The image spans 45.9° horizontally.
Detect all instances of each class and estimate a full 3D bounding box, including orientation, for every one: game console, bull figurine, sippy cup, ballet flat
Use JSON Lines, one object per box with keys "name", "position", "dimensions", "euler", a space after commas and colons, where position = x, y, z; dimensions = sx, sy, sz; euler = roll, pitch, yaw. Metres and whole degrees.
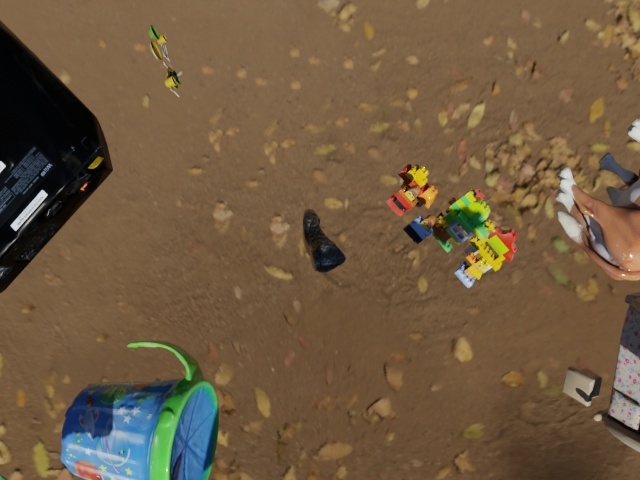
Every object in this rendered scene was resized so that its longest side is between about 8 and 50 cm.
{"name": "game console", "position": [-0.323, -0.004, 0.506], "dimensions": [0.213, 0.044, 0.361], "euler": [45, 93, 10]}
{"name": "bull figurine", "position": [0.452, -0.056, 1.037], "dimensions": [0.310, 0.101, 0.188], "euler": [-28, 65, -35]}
{"name": "sippy cup", "position": [-0.324, 0.348, 1.345], "dimensions": [0.224, 0.240, 0.305], "euler": [6, 51, 13]}
{"name": "ballet flat", "position": [0.000, 0.000, 1.208], "dimensions": [0.049, 0.057, 0.173], "euler": [-9, 31, -8]}

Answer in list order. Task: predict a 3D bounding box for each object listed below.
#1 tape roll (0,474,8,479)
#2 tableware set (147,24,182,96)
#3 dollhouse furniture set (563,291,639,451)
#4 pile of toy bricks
{"name": "tape roll", "position": [-0.496, 0.225, 0.861], "dimensions": [0.321, 0.321, 0.077], "euler": [31, 63, 9]}
{"name": "tableware set", "position": [-0.346, -0.405, 1.696], "dimensions": [0.024, 0.104, 0.154], "euler": [-21, 70, 11]}
{"name": "dollhouse furniture set", "position": [0.428, 0.151, 0.949], "dimensions": [0.173, 0.355, 0.303], "euler": [-7, 111, -31]}
{"name": "pile of toy bricks", "position": [0.205, -0.035, 1.109], "dimensions": [0.212, 0.105, 0.118], "euler": [48, 38, -3]}
